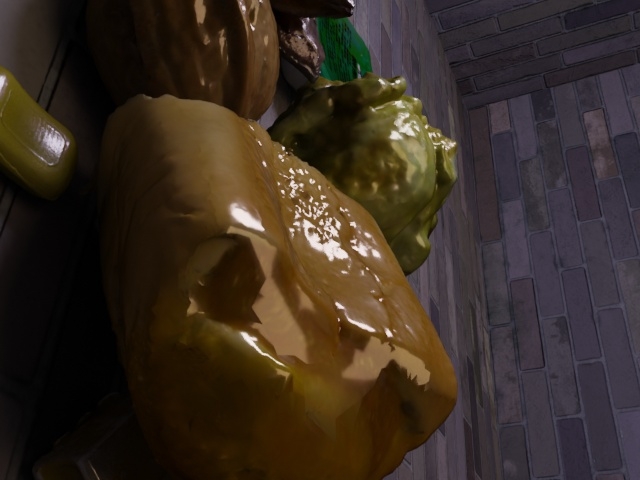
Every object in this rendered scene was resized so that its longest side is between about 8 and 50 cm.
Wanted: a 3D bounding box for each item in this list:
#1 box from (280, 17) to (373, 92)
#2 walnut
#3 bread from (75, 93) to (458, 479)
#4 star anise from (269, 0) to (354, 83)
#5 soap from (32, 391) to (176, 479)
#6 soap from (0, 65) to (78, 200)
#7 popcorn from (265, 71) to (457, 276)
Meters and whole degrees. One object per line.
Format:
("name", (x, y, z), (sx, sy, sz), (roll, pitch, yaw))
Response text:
("box", (0.010, -0.354, 1.492), (0.336, 0.106, 0.264), (41, 42, -58))
("walnut", (-0.155, -0.232, 0.857), (0.225, 0.225, 0.261), (-35, 108, -67))
("bread", (-0.073, 0.075, 0.717), (0.361, 0.250, 0.394), (35, 18, -32))
("star anise", (-0.089, -0.351, 0.971), (0.117, 0.331, 0.332), (-36, 114, -43))
("soap", (-0.176, 0.277, 0.709), (0.140, 0.073, 0.232), (-45, 121, -66))
("soap", (-0.282, -0.100, 0.688), (0.140, 0.045, 0.089), (53, 29, -46))
("popcorn", (0.031, -0.093, 1.078), (0.312, 0.312, 0.312), (-13, 90, -69))
